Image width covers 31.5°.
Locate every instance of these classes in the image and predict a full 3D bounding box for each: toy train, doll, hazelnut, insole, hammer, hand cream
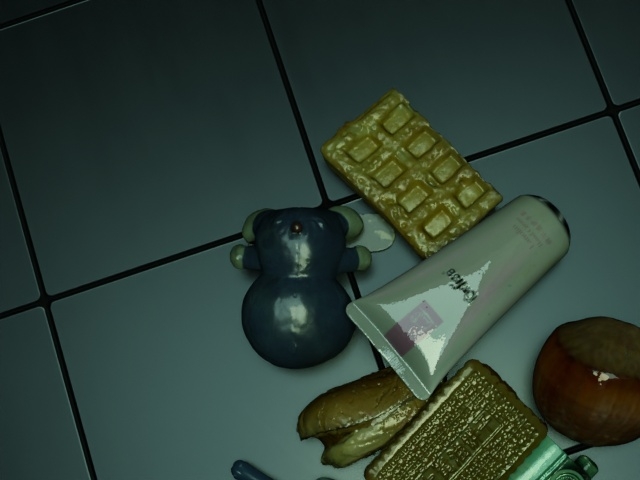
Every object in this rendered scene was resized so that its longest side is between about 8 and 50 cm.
[{"bbox_3d":[0.304,0.399,1.739,0.248,0.101,0.159,-42,63,-5],"label":"toy train"},{"bbox_3d":[-0.031,0.073,1.802,0.228,0.154,0.258,1,91,-1],"label":"doll"},{"bbox_3d":[0.425,0.218,1.720,0.214,0.176,0.214,5,104,19],"label":"hazelnut"},{"bbox_3d":[0.000,0.000,1.879,0.248,0.011,0.081,-8,81,2],"label":"insole"},{"bbox_3d":[-0.055,0.398,1.779,0.194,0.069,0.116,28,83,14],"label":"hammer"},{"bbox_3d":[0.228,0.068,1.758,0.359,0.118,0.185,-38,81,-16],"label":"hand cream"}]

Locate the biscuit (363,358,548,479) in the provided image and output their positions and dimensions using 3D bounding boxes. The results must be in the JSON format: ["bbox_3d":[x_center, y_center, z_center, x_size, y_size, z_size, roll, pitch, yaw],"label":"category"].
[{"bbox_3d":[0.207,0.317,1.699,0.172,0.029,0.254,44,85,-4],"label":"biscuit"}]

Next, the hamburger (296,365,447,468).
[{"bbox_3d":[0.091,0.261,1.760,0.262,0.131,0.124,-24,78,-5],"label":"hamburger"}]

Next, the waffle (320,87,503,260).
[{"bbox_3d":[0.147,-0.105,1.859,0.168,0.057,0.274,-42,78,-8],"label":"waffle"}]
